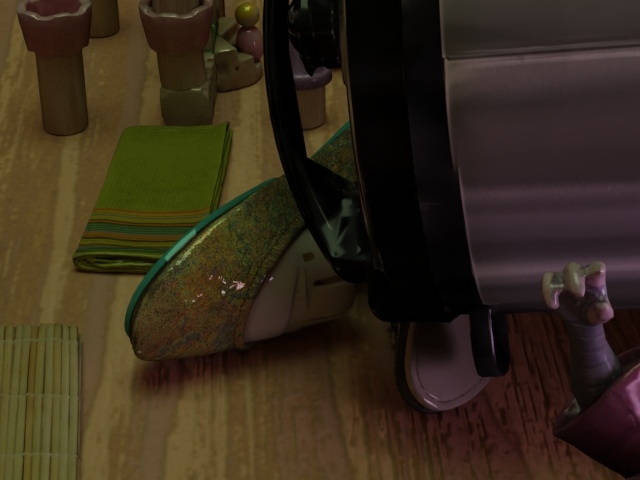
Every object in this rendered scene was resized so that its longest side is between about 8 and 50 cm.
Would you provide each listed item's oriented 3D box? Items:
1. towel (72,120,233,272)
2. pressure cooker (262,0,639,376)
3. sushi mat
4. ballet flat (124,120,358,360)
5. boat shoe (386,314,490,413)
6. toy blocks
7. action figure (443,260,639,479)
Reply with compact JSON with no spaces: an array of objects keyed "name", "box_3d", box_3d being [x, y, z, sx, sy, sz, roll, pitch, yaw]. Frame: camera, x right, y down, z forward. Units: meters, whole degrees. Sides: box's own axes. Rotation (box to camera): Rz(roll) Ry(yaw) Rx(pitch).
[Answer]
[{"name":"towel","box_3d":[-0.134,-0.041,1.439,0.102,0.021,0.237,2,30,3]},{"name":"pressure cooker","box_3d":[0.169,-0.139,1.111,0.420,0.376,0.370,-3,45,11]},{"name":"sushi mat","box_3d":[-0.231,0.147,1.120,0.151,0.019,0.316,-5,30,-5]},{"name":"ballet flat","box_3d":[0.000,0.000,1.286,0.123,0.123,0.348,17,35,28]},{"name":"boat shoe","box_3d":[0.083,0.061,1.243,0.065,0.075,0.206,-35,19,34]},{"name":"toy blocks","box_3d":[-0.108,-0.272,1.597,0.308,0.260,0.289,0,30,2]},{"name":"action figure","box_3d":[0.151,0.179,0.836,0.370,0.276,0.248,-11,41,-21]}]
